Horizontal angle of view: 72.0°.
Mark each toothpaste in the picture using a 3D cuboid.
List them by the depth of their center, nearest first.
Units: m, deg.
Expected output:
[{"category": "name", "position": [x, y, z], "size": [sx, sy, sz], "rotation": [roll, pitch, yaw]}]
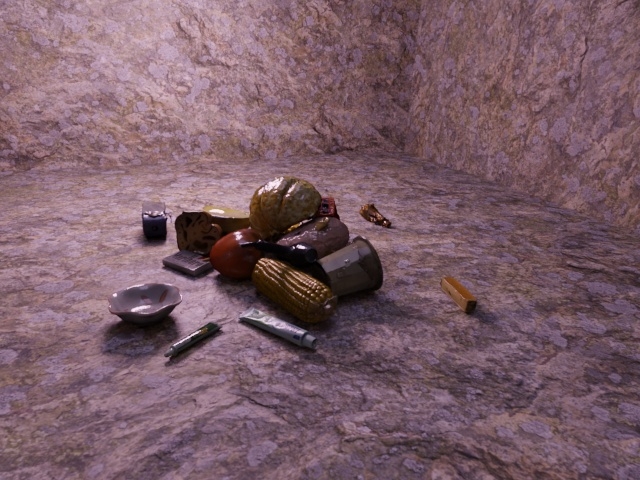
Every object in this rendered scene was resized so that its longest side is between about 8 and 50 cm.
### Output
[{"category": "toothpaste", "position": [-0.372, 0.287, 1.286], "size": [0.049, 0.032, 0.204], "rotation": [16, 24, 28]}, {"category": "toothpaste", "position": [-0.132, 0.266, 1.350], "size": [0.296, 0.048, 0.074], "rotation": [15, 28, 36]}]

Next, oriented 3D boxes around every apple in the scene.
[{"category": "apple", "position": [-0.445, -0.088, 2.036], "size": [0.264, 0.120, 0.193], "rotation": [7, 9, 5]}]

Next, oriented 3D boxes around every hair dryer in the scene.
[{"category": "hair dryer", "position": [-0.163, 0.028, 1.535], "size": [0.271, 0.091, 0.235], "rotation": [18, -10, -32]}]

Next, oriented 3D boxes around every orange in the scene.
[{"category": "orange", "position": [-0.166, -0.155, 1.849], "size": [0.368, 0.210, 0.271], "rotation": [-22, 17, 45]}]

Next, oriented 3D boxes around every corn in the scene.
[{"category": "corn", "position": [-0.101, 0.164, 1.478], "size": [0.143, 0.144, 0.387], "rotation": [-19, 27, -41]}]

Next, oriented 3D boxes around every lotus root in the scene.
[{"category": "lotus root", "position": [-0.499, -0.042, 1.881], "size": [0.199, 0.188, 0.180], "rotation": [3, 11, 8]}]

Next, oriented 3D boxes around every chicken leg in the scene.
[{"category": "chicken leg", "position": [0.286, -0.132, 2.300], "size": [0.085, 0.101, 0.207], "rotation": [-40, 48, -15]}]

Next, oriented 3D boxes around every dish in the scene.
[{"category": "dish", "position": [-0.547, 0.213, 1.385], "size": [0.229, 0.081, 0.229], "rotation": [1, 19, 0]}]

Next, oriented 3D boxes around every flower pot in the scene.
[{"category": "flower pot", "position": [0.089, 0.108, 1.566], "size": [0.202, 0.212, 0.212], "rotation": [-17, 29, -24]}]

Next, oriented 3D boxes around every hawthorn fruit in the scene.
[{"category": "hawthorn fruit", "position": [-0.331, 0.060, 1.668], "size": [0.251, 0.200, 0.199], "rotation": [-13, 21, 9]}]

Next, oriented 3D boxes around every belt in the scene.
[{"category": "belt", "position": [-0.750, -0.097, 2.025], "size": [0.126, 0.140, 0.230], "rotation": [-6, 22, -17]}]

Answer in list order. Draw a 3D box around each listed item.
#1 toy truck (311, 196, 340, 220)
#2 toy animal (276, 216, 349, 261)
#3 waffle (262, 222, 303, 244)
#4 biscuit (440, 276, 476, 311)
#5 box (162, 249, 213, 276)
[{"category": "toy truck", "position": [0.028, -0.101, 1.992], "size": [0.114, 0.108, 0.253], "rotation": [-6, -22, 7]}, {"category": "toy animal", "position": [0.004, -0.002, 1.799], "size": [0.226, 0.188, 0.358], "rotation": [-10, 10, 39]}, {"category": "waffle", "position": [-0.181, -0.033, 2.043], "size": [0.311, 0.060, 0.307], "rotation": [2, 25, -1]}, {"category": "biscuit", "position": [0.491, 0.192, 1.578], "size": [0.052, 0.056, 0.188], "rotation": [-1, 21, -13]}, {"category": "box", "position": [-0.522, 0.088, 1.740], "size": [0.177, 0.036, 0.115], "rotation": [16, 26, 29]}]
